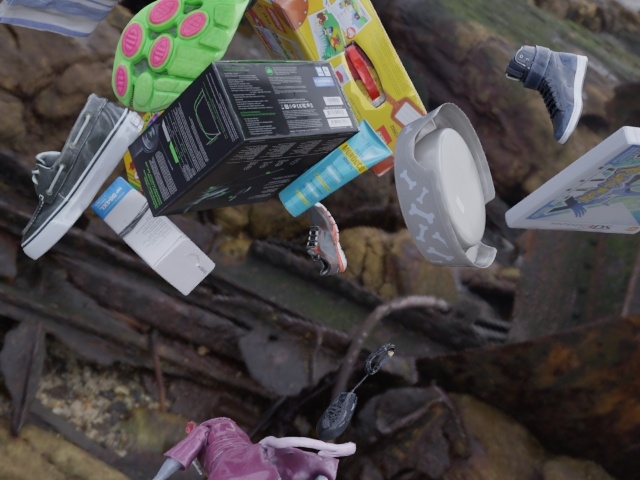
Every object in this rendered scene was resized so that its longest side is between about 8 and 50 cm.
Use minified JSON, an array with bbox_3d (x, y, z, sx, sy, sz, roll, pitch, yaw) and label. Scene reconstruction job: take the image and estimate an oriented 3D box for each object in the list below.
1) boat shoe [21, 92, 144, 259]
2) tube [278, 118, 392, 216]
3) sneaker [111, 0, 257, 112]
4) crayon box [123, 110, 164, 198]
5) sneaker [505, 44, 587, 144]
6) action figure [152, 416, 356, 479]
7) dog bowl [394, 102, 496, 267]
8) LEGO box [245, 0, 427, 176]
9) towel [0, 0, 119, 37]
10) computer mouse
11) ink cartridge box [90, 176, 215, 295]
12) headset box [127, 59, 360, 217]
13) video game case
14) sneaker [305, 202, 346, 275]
[{"bbox_3d":[-0.442,-0.117,1.515,0.119,0.335,0.121,35,17,-16],"label":"boat shoe"},{"bbox_3d":[0.022,-0.122,1.535,0.080,0.207,0.052,48,13,-22],"label":"tube"},{"bbox_3d":[-0.210,-0.436,1.650,0.185,0.483,0.202,36,-3,4],"label":"sneaker"},{"bbox_3d":[-0.414,-0.237,2.232,0.081,0.202,0.319,26,27,-38],"label":"crayon box"},{"bbox_3d":[0.463,-0.311,1.815,0.163,0.086,0.226,16,61,-3],"label":"sneaker"},{"bbox_3d":[-0.155,0.381,1.492,0.248,0.276,0.370,20,5,-34],"label":"action figure"},{"bbox_3d":[0.261,-0.104,1.799,0.348,0.102,0.349,33,50,-52],"label":"dog bowl"},{"bbox_3d":[0.026,-0.451,2.128,0.500,0.193,0.372,56,-7,-35],"label":"LEGO box"},{"bbox_3d":[-0.510,-0.486,1.738,0.209,0.285,0.034,3,75,-36],"label":"towel"},{"bbox_3d":[0.078,0.303,1.722,0.041,0.242,0.071,27,-20,38],"label":"computer mouse"},{"bbox_3d":[-0.311,-0.007,1.622,0.203,0.086,0.148,41,-6,30],"label":"ink cartridge box"},{"bbox_3d":[-0.129,-0.154,1.371,0.246,0.283,0.131,-11,74,-44],"label":"headset box"},{"bbox_3d":[0.533,-0.092,1.494,0.299,0.329,0.036,2,66,-23],"label":"video game case"},{"bbox_3d":[0.000,0.000,1.715,0.064,0.061,0.158,-25,101,-21],"label":"sneaker"}]
